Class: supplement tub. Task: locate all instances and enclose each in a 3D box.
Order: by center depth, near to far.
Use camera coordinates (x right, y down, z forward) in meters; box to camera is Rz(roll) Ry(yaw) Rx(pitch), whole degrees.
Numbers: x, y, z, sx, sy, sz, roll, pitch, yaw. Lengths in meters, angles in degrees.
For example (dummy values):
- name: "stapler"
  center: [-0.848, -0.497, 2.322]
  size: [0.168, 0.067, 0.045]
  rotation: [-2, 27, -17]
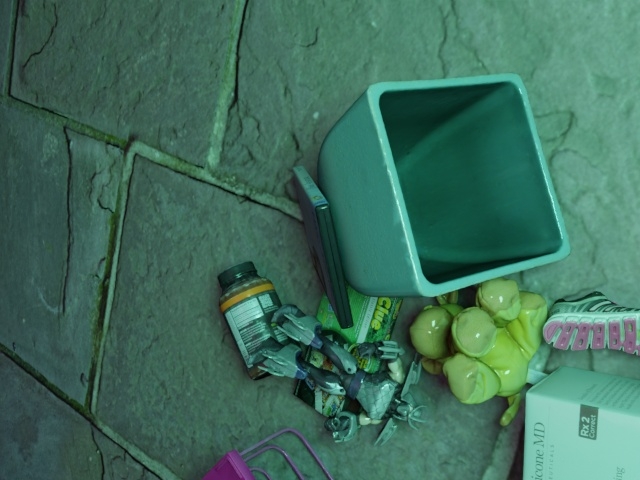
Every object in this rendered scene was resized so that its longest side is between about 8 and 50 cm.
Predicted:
- name: "supplement tub"
  center: [-0.113, 0.138, 1.151]
  size: [0.106, 0.106, 0.198]
  rotation: [-34, 74, 33]

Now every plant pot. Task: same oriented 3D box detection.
- name: "plant pot"
  center: [0.127, -0.055, 0.876]
  size: [0.252, 0.248, 0.247]
  rotation: [-21, 82, 60]

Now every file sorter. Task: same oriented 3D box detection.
- name: "file sorter"
  center: [-0.116, 0.496, 1.140]
  size: [0.202, 0.182, 0.291]
  rotation: [52, 121, 19]

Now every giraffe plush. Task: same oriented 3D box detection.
- name: "giraffe plush"
  center: [0.201, 0.133, 0.898]
  size: [0.170, 0.210, 0.181]
  rotation: [20, 70, 49]

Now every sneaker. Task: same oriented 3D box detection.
- name: "sneaker"
  center: [0.369, 0.099, 0.822]
  size: [0.170, 0.075, 0.063]
  rotation: [-1, 121, 16]

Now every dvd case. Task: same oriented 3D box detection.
- name: "dvd case"
  center: [0.000, 0.000, 0.971]
  size: [0.022, 0.253, 0.180]
  rotation: [-14, 110, -5]

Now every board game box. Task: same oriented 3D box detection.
- name: "board game box"
  center: [0.043, 0.177, 1.088]
  size: [0.136, 0.030, 0.260]
  rotation: [28, 110, 33]

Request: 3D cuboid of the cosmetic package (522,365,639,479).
- name: "cosmetic package"
  center: [0.358, 0.255, 0.789]
  size: [0.183, 0.151, 0.151]
  rotation: [4, 96, 36]

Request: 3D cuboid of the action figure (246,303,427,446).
- name: "action figure"
  center: [0.037, 0.214, 1.017]
  size: [0.285, 0.099, 0.185]
  rotation: [27, 97, 16]
